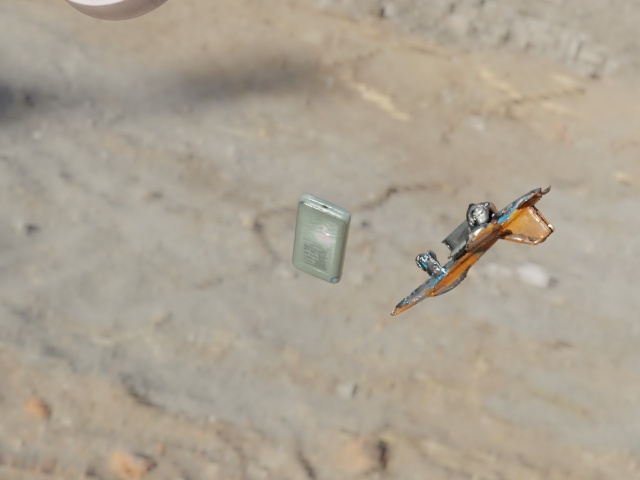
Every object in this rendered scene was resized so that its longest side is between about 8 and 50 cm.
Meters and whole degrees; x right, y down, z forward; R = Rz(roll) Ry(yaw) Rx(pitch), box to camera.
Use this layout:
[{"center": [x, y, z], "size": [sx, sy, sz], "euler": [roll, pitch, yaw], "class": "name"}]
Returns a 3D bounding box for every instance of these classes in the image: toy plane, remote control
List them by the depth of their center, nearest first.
[{"center": [0.132, 0.005, 1.704], "size": [0.062, 0.188, 0.135], "euler": [63, 19, 3], "class": "toy plane"}, {"center": [0.000, 0.000, 1.716], "size": [0.053, 0.124, 0.018], "euler": [24, 61, 10], "class": "remote control"}]

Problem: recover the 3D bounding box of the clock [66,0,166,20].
[{"center": [-0.248, -0.366, 2.208], "size": [0.197, 0.196, 0.068], "euler": [22, -4, 17], "class": "clock"}]
